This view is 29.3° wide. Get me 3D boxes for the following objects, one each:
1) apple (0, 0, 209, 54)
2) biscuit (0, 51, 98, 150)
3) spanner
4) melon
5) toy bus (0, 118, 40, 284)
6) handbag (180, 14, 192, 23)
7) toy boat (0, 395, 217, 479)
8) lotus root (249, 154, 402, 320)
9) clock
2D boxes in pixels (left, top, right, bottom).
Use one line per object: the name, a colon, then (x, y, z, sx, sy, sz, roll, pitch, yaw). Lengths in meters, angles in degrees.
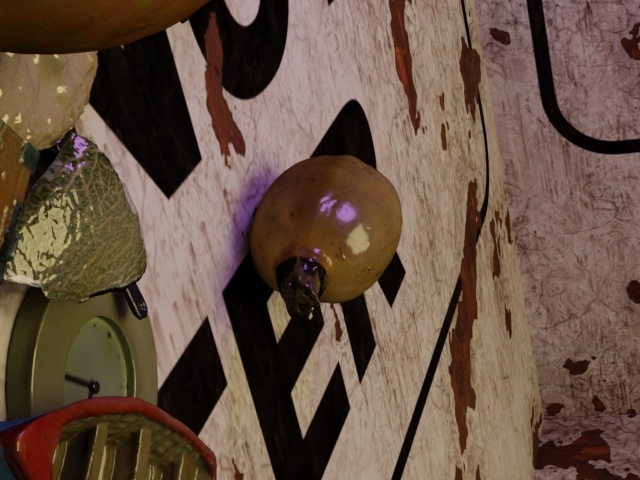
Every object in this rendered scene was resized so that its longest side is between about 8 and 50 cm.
apple: (-0.189, -0.291, 0.810, 0.339, 0.340, 0.339, -4, 90, -71)
biscuit: (-0.241, -0.195, 1.028, 0.179, 0.084, 0.281, 47, 42, -60)
spanner: (-0.207, -0.019, 1.136, 0.046, 0.012, 0.208, -62, 132, -70)
melon: (-0.221, -0.023, 1.029, 0.202, 0.093, 0.139, -1, 102, -64)
toy bus: (-0.304, -0.060, 0.741, 0.275, 0.138, 0.167, 52, 40, -55)
handbag: (-0.173, -0.390, 1.218, 0.329, 0.122, 0.303, -63, 144, -58)
toy boat: (-0.185, 0.198, 1.038, 0.392, 0.079, 0.136, 43, 51, -65)
lotus root: (0.000, 0.000, 1.532, 0.310, 0.183, 0.182, -58, 139, -59)
clock: (-0.214, 0.134, 1.127, 0.235, 0.029, 0.235, -2, 90, -71)
